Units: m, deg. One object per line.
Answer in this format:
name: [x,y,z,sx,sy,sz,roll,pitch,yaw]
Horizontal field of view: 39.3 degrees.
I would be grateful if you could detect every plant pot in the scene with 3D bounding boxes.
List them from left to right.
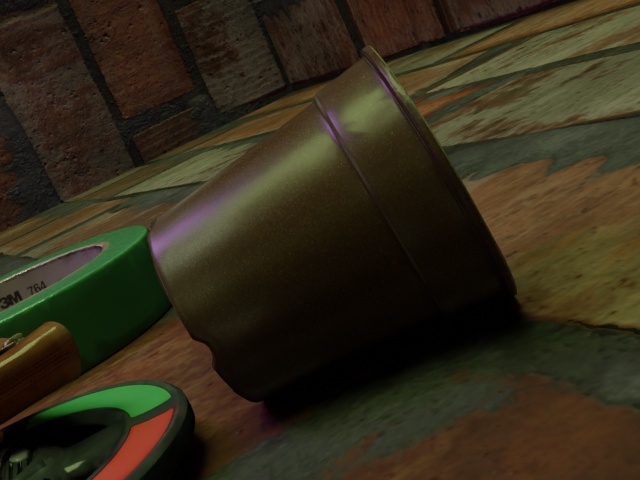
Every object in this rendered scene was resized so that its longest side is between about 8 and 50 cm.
plant pot: [0.000,0.000,0.525,0.165,0.167,0.167,-30,12,5]

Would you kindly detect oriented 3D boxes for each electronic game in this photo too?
electronic game: [-0.174,0.143,0.487,0.229,0.048,0.229,-23,12,5]

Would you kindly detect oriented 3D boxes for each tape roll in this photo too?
tape roll: [-0.304,0.087,0.898,0.321,0.077,0.321,-24,13,6]

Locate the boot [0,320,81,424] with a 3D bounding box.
boot: [-0.306,0.132,0.513,0.264,0.096,0.280,-19,17,47]
